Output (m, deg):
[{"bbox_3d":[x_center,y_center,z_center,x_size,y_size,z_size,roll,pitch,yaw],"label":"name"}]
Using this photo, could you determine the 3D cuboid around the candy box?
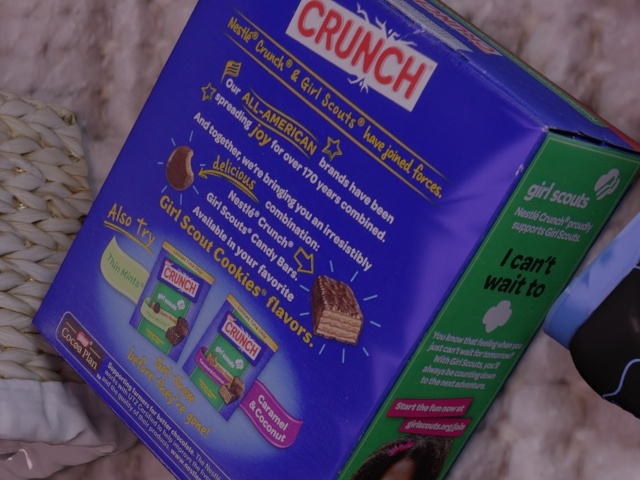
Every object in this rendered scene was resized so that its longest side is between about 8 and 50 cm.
[{"bbox_3d":[0.000,0.000,1.158,0.268,0.122,0.317,42,112,33],"label":"candy box"}]

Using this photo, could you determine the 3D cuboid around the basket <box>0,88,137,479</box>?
[{"bbox_3d":[-0.352,0.044,1.303,0.328,0.331,0.266,-19,69,34],"label":"basket"}]

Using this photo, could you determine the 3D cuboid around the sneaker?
[{"bbox_3d":[0.222,-0.001,1.023,0.090,0.081,0.232,47,117,21],"label":"sneaker"}]
